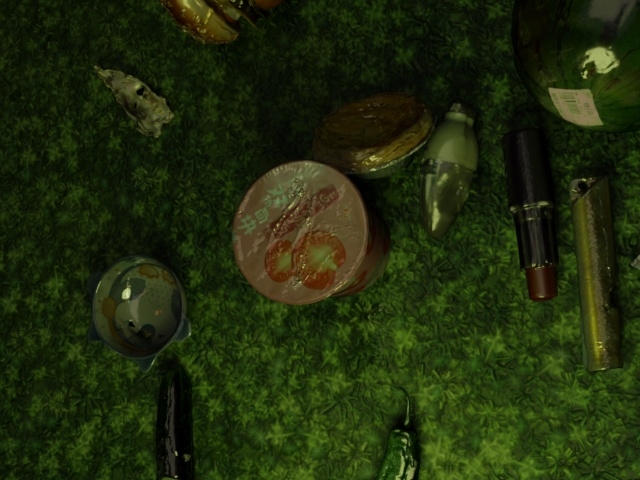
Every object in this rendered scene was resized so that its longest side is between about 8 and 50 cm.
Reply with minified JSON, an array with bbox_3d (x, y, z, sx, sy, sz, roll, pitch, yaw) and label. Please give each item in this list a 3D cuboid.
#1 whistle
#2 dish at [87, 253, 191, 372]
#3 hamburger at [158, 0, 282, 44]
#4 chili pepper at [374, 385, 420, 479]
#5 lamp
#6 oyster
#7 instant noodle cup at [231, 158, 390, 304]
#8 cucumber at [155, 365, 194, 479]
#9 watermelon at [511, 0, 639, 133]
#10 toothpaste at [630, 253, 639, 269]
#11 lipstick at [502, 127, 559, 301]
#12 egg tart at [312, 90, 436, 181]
[{"bbox_3d":[0.457,0.052,1.360,0.068,0.057,0.326,-5,81,19],"label":"whistle"},{"bbox_3d":[-0.349,0.140,1.618,0.228,0.086,0.236,-44,72,10],"label":"dish"},{"bbox_3d":[-0.212,-0.516,1.570,0.225,0.291,0.291,-35,73,15],"label":"hamburger"},{"bbox_3d":[0.113,0.398,1.430,0.122,0.065,0.278,35,99,17],"label":"chili pepper"},{"bbox_3d":[0.224,-0.125,1.446,0.101,0.101,0.250,15,92,21],"label":"lamp"},{"bbox_3d":[-0.384,-0.299,1.719,0.106,0.061,0.199,-27,76,-4],"label":"oyster"},{"bbox_3d":[0.000,0.000,1.436,0.243,0.231,0.242,-3,81,20],"label":"instant noodle cup"},{"bbox_3d":[-0.280,0.362,1.572,0.075,0.074,0.241,-7,79,19],"label":"cucumber"},{"bbox_3d":[0.469,-0.346,1.267,0.363,0.363,0.363,-3,82,19],"label":"watermelon"},{"bbox_3d":[0.584,0.079,1.327,0.170,0.028,0.045,45,105,21],"label":"toothpaste"},{"bbox_3d":[0.363,-0.045,1.395,0.081,0.081,0.299,-9,78,18],"label":"lipstick"},{"bbox_3d":[0.098,-0.179,1.472,0.234,0.094,0.234,-17,35,12],"label":"egg tart"}]
